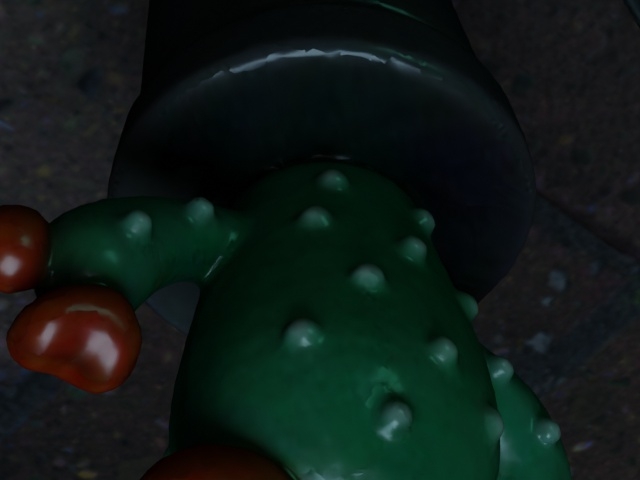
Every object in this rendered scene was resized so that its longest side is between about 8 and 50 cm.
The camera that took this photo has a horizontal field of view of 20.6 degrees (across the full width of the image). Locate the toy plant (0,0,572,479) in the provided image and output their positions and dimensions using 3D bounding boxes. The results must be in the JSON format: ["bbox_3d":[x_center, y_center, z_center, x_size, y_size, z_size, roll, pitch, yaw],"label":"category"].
[{"bbox_3d":[0.007,0.009,0.747,0.185,0.400,0.279,-22,128,13],"label":"toy plant"}]

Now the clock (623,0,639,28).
[{"bbox_3d":[0.279,-0.134,0.771,0.319,0.066,0.319,24,153,13],"label":"clock"}]
